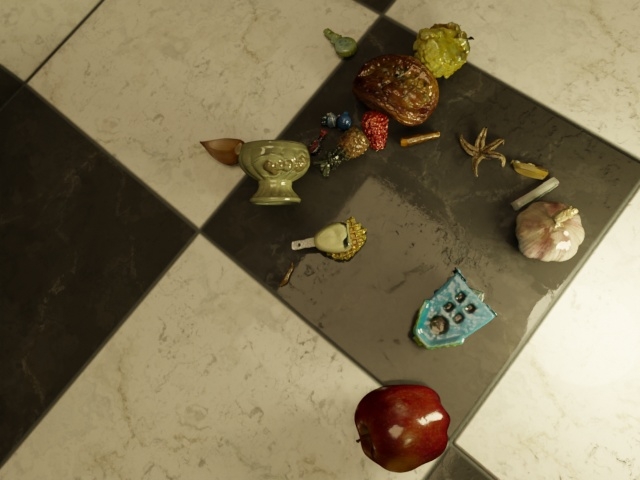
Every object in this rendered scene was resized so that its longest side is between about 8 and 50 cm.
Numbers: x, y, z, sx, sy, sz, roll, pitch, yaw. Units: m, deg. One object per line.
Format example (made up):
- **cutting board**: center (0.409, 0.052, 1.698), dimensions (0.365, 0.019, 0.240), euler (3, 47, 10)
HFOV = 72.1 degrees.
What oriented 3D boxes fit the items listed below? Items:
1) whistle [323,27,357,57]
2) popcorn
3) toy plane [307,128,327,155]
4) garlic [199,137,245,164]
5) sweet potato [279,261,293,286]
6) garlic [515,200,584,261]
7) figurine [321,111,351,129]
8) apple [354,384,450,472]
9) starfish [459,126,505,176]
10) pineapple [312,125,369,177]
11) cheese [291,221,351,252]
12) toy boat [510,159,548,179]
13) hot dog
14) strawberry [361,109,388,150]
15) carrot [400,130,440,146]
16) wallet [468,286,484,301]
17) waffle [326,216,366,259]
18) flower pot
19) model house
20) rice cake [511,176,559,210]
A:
- **whistle**: center (0.088, -0.929, 2.064), dimensions (0.104, 0.057, 0.198), euler (-39, 66, -13)
- **popcorn**: center (0.521, -0.814, 1.867), dimensions (0.249, 0.225, 0.250), euler (-2, 95, -29)
- **toy plane**: center (-0.014, -0.431, 1.960), dimensions (0.060, 0.037, 0.145), euler (34, 87, 25)
- **garlic**: center (-0.423, -0.401, 1.980), dimensions (0.206, 0.128, 0.115), euler (9, 121, 14)
- **sweet potato**: center (-0.137, 0.145, 1.840), dimensions (0.026, 0.026, 0.115), euler (26, 79, 14)
- **garlic**: center (0.865, -0.053, 1.621), dimensions (0.244, 0.253, 0.245), euler (-1, 69, 3)
- **figurine**: center (0.069, -0.531, 1.952), dimensions (0.136, 0.079, 0.077), euler (3, 118, 5)
- **apple**: center (0.276, 0.640, 1.520), dimensions (0.316, 0.288, 0.288), euler (-8, 74, -11)
- **starfish**: center (0.666, -0.366, 1.829), dimensions (0.213, 0.057, 0.238), euler (22, 76, 21)
- **pineapple**: center (0.087, -0.375, 1.891), dimensions (0.248, 0.128, 0.128), euler (-38, 74, 4)
- **cheese**: center (0.000, 0.000, 1.797), dimensions (0.251, 0.054, 0.127), euler (-10, 75, 15)
- **toy boat**: center (0.847, -0.290, 1.786), dimensions (0.149, 0.047, 0.049), euler (21, 67, 11)
- **hot dog**: center (0.313, -0.651, 1.875), dimensions (0.387, 0.174, 0.267), euler (36, 81, 22)
- **strawberry**: center (0.245, -0.490, 1.912), dimensions (0.121, 0.082, 0.188), euler (-11, 72, 3)
- **carrot**: center (0.429, -0.439, 1.892), dimensions (0.170, 0.042, 0.042), euler (-11, 75, 3)
- **wallet**: center (0.564, 0.221, 1.709), dimensions (0.129, 0.026, 0.088), euler (20, 80, 13)
- **waffle**: center (0.098, -0.006, 1.827), dimensions (0.149, 0.051, 0.194), euler (40, 85, 14)
- **flower pot**: center (-0.185, -0.273, 1.824), dimensions (0.307, 0.307, 0.244), euler (-1, 92, 8)
- **model house**: center (0.459, 0.280, 1.594), dimensions (0.303, 0.237, 0.215), euler (-45, 73, 6)
- **rice cake**: center (0.860, -0.186, 1.763), dimensions (0.206, 0.036, 0.047), euler (-33, 61, 0)
